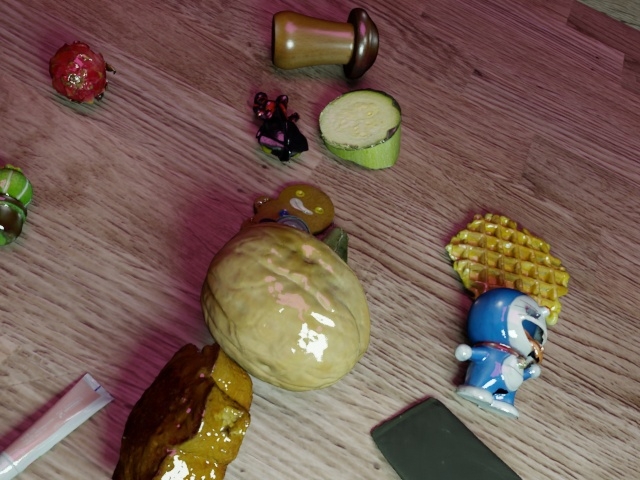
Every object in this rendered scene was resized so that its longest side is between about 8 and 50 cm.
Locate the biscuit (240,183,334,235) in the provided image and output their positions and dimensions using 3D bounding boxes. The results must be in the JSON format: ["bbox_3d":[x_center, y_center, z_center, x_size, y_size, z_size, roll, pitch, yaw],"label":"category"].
[{"bbox_3d":[-0.066,-0.048,1.164,0.180,0.039,0.236,39,53,13],"label":"biscuit"}]

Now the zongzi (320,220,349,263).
[{"bbox_3d":[0.000,0.000,1.111,0.131,0.062,0.154,18,59,-24],"label":"zongzi"}]

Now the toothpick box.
[{"bbox_3d":[0.015,-0.549,1.443,0.295,0.192,0.192,-1,57,-11],"label":"toothpick box"}]

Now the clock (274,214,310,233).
[{"bbox_3d":[-0.064,-0.013,1.107,0.085,0.017,0.085,7,63,-15],"label":"clock"}]

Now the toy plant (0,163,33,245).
[{"bbox_3d":[-0.605,-0.073,0.986,0.093,0.092,0.162,5,56,-13],"label":"toy plant"}]

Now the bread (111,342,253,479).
[{"bbox_3d":[-0.206,0.279,0.781,0.135,0.232,0.246,39,60,-22],"label":"bread"}]

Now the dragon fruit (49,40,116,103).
[{"bbox_3d":[-0.560,-0.388,1.200,0.136,0.133,0.165,28,38,-53],"label":"dragon fruit"}]

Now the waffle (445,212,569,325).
[{"bbox_3d":[0.443,0.061,1.224,0.301,0.058,0.281,34,54,7],"label":"waffle"}]

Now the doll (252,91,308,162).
[{"bbox_3d":[-0.101,-0.277,1.286,0.127,0.088,0.248,-19,52,-4],"label":"doll"}]

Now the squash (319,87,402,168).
[{"bbox_3d":[0.102,-0.284,1.350,0.220,0.133,0.220,-1,58,2],"label":"squash"}]

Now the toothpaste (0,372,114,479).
[{"bbox_3d":[-0.427,0.296,0.818,0.067,0.042,0.194,36,48,13],"label":"toothpaste"}]

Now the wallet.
[{"bbox_3d":[0.217,0.388,0.897,0.169,0.052,0.245,-19,38,-24],"label":"wallet"}]

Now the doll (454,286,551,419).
[{"bbox_3d":[0.361,0.215,1.032,0.215,0.161,0.256,34,61,-27],"label":"doll"}]

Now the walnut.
[{"bbox_3d":[-0.057,0.117,0.913,0.313,0.277,0.252,33,85,2],"label":"walnut"}]
